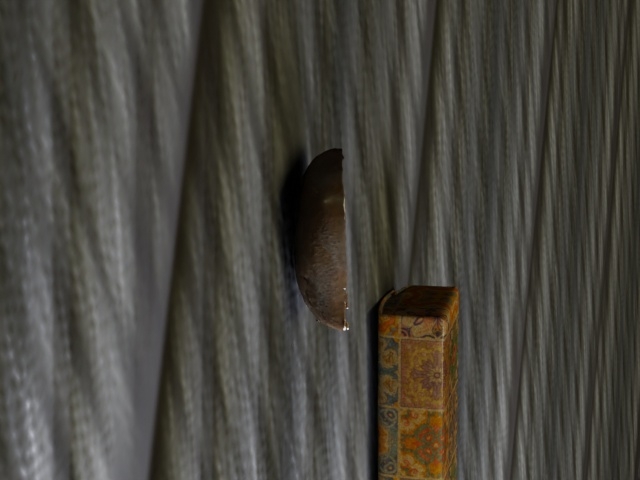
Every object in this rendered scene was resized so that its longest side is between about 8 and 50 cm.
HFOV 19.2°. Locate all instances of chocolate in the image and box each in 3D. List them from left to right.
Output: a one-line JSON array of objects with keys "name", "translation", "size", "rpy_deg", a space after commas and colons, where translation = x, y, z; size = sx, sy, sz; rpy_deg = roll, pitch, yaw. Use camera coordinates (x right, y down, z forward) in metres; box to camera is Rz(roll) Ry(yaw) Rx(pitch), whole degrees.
[{"name": "chocolate", "translation": [0.000, 0.000, 1.098], "size": [0.064, 0.031, 0.101], "rpy_deg": [-91, 180, -61]}]

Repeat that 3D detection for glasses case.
[{"name": "glasses case", "translation": [0.066, 0.145, 1.311], "size": [0.075, 0.049, 0.218], "rpy_deg": [-53, 144, -71]}]
